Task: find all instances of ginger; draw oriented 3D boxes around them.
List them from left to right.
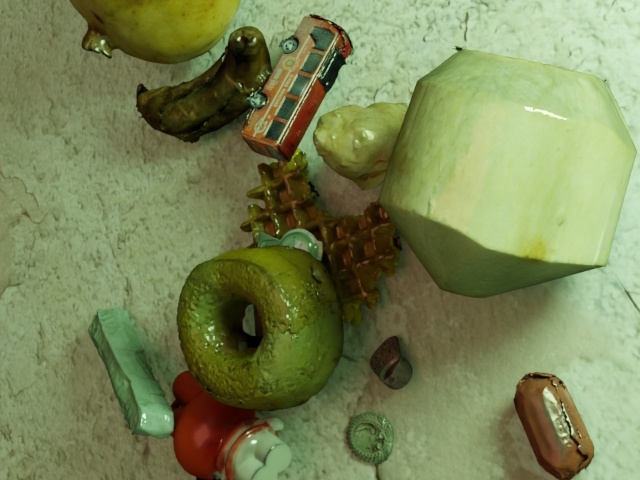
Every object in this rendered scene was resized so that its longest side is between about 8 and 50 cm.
[{"bbox_3d":[-0.182,-0.248,1.586,0.309,0.107,0.133,-20,107,34],"label":"ginger"},{"bbox_3d":[0.059,-0.161,1.364,0.122,0.193,0.115,34,124,-12],"label":"ginger"}]

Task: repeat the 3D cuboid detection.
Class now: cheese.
[{"bbox_3d":[-0.048,0.015,1.437,0.120,0.026,0.067,1,88,35],"label":"cheese"}]

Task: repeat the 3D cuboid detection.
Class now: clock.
[{"bbox_3d":[0.072,0.291,1.410,0.083,0.010,0.074,6,88,37],"label":"clock"}]

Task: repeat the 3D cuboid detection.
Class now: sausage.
[{"bbox_3d":[0.296,0.234,1.219,0.076,0.076,0.141,-34,68,28],"label":"sausage"}]

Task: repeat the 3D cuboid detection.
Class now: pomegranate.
[{"bbox_3d":[-0.268,-0.436,1.565,0.307,0.307,0.307,-4,82,35],"label":"pomegranate"}]

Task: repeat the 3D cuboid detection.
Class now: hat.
[{"bbox_3d":[0.108,0.180,1.384,0.058,0.042,0.087,-45,28,15],"label":"hat"}]

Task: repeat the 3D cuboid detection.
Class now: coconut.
[{"bbox_3d":[0.224,-0.072,1.178,0.323,0.323,0.323,-4,82,35],"label":"coconut"}]

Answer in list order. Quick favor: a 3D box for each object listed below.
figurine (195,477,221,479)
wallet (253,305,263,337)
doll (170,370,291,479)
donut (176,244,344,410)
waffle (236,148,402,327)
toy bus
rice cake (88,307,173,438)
[{"bbox_3d":[-0.176,0.576,1.470,0.193,0.154,0.421,-28,68,35],"label":"figurine"},{"bbox_3d":[-0.051,0.160,1.465,0.118,0.038,0.153,19,121,31],"label":"wallet"},{"bbox_3d":[-0.158,0.296,1.498,0.290,0.130,0.161,22,76,49],"label":"doll"},{"bbox_3d":[-0.105,0.125,1.391,0.272,0.107,0.272,-1,88,35],"label":"donut"},{"bbox_3d":[0.000,0.000,1.462,0.293,0.069,0.260,27,104,33],"label":"waffle"},{"bbox_3d":[-0.036,-0.236,1.469,0.096,0.073,0.235,24,77,26],"label":"toy bus"},{"bbox_3d":[-0.318,0.220,1.597,0.336,0.066,0.063,49,122,52],"label":"rice cake"}]
